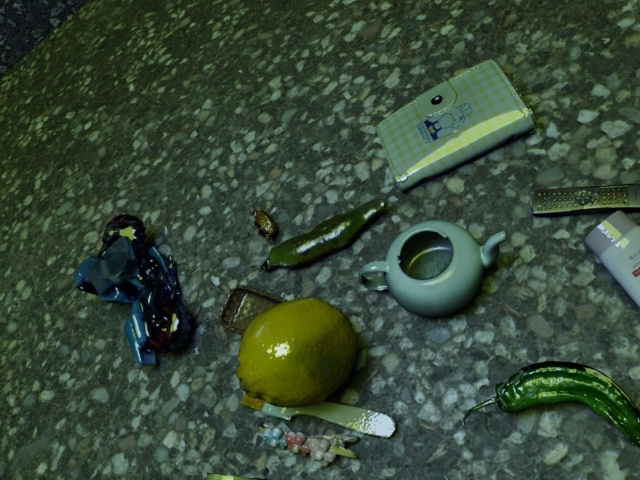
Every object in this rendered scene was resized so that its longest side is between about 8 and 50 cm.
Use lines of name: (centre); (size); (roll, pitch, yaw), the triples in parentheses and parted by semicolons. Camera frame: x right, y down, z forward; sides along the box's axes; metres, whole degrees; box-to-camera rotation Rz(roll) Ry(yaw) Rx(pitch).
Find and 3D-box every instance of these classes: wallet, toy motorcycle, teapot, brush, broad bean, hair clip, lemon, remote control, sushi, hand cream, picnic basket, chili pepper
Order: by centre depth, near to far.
chili pepper: (0.380, 0.260, 0.885); (0.279, 0.065, 0.122); (0, 61, 22)
hand cream: (0.557, 0.065, 0.901); (0.133, 0.083, 0.248); (-41, 63, 4)
remote control: (0.510, -0.076, 1.022); (0.212, 0.028, 0.059); (-2, 68, 26)
lemon: (-0.042, 0.211, 1.025); (0.260, 0.204, 0.204); (-25, 46, -33)
hair clip: (-0.030, 0.387, 1.030); (0.214, 0.062, 0.056); (-1, 34, 21)
teapot: (0.213, 0.049, 1.041); (0.295, 0.129, 0.193); (-13, 58, 20)
brush: (-0.009, 0.331, 1.069); (0.337, 0.020, 0.085); (7, 67, 28)
picnic basket: (-0.131, 0.169, 1.194); (0.194, 0.055, 0.110); (16, 74, 32)
wallet: (0.287, -0.258, 1.207); (0.310, 0.077, 0.223); (-24, 60, 14)
broad bean: (0.000, 0.000, 1.214); (0.339, 0.061, 0.077); (-26, 44, 12)
sushi: (-0.135, -0.037, 1.307); (0.047, 0.050, 0.099); (-38, 48, -3)
toy motorcycle: (-0.468, 0.129, 1.333); (0.232, 0.172, 0.416); (-42, 62, 9)

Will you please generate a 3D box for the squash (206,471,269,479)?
squash: (-0.159, 0.523, 0.988); (0.123, 0.123, 0.186); (-10, 64, 22)
